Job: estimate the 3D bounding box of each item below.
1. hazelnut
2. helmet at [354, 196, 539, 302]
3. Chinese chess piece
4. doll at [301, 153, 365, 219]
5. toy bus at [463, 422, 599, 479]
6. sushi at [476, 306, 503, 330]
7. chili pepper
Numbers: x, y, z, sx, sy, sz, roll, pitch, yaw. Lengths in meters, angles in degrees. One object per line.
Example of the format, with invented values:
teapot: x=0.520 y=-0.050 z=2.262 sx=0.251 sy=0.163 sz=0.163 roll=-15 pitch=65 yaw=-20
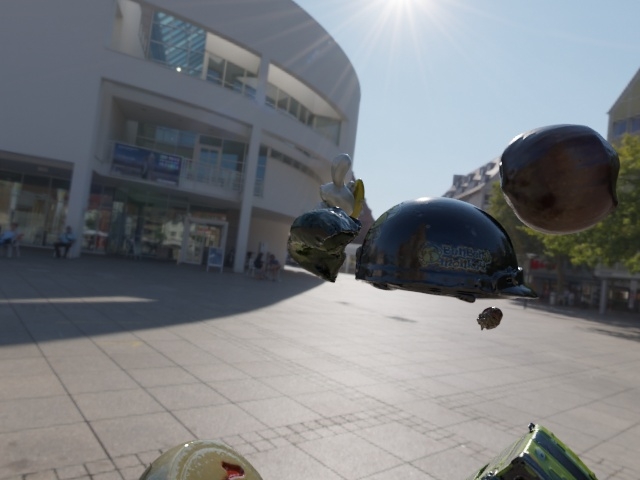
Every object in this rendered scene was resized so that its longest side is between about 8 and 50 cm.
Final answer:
hazelnut: x=0.483 y=-0.132 z=0.883 sx=0.218 sy=0.233 sz=0.218 roll=-6 pitch=-32 yaw=-4
helmet: x=0.196 y=0.012 z=0.688 sx=0.279 sy=0.160 sz=0.230 roll=2 pitch=-4 yaw=2
Chinese chess piece: x=-0.168 y=0.435 z=0.648 sx=0.273 sy=0.102 sz=0.273 roll=46 pitch=7 yaw=-7
doll: x=0.043 y=-0.104 z=1.271 sx=0.111 sy=0.237 sz=0.252 roll=42 pitch=0 yaw=35
toy bus: x=0.283 y=0.402 z=0.648 sx=0.150 sy=0.262 sz=0.128 roll=-14 pitch=52 yaw=-47
sushi: x=0.505 y=0.237 z=1.292 sx=0.052 sy=0.055 sz=0.120 roll=41 pitch=-19 yaw=7
chili pepper: x=0.004 y=-0.007 z=0.984 sx=0.148 sy=0.116 sz=0.264 roll=26 pitch=-21 yaw=6
